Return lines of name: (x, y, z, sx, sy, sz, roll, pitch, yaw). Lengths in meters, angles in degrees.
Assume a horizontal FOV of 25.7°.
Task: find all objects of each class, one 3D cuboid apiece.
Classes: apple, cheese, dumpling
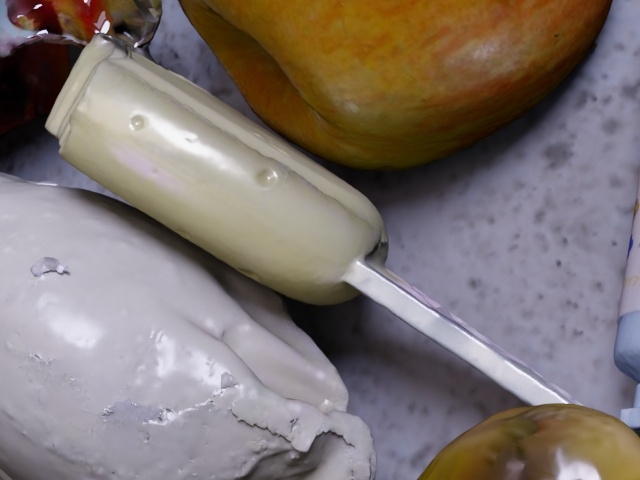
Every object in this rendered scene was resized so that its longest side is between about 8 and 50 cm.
apple: (0.027, -0.130, 0.576, 0.173, 0.160, 0.195, -41, 57, -15)
cheese: (0.000, 0.000, 0.537, 0.255, 0.127, 0.050, 33, 94, 18)
dumpling: (-0.095, 0.062, 0.580, 0.247, 0.142, 0.172, 32, 125, 13)

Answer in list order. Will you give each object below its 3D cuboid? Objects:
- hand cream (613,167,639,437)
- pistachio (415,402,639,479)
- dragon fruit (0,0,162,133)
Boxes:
hand cream: (0.138, -0.009, 0.508, 0.065, 0.043, 0.171, 4, 68, 29)
pistachio: (0.053, 0.138, 0.471, 0.189, 0.100, 0.110, -62, 29, 7)
dragon fruit: (-0.248, -0.106, 0.691, 0.307, 0.227, 0.243, -43, 58, 8)
